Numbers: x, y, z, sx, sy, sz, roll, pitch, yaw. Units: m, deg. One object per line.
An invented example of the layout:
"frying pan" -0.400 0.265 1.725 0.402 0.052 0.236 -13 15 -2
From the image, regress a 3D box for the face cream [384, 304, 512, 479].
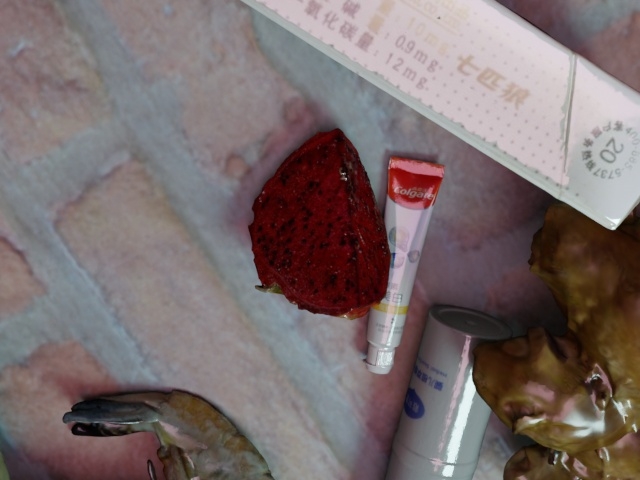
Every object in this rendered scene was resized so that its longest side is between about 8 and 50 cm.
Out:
"face cream" 0.102 0.186 0.961 0.077 0.077 0.250 11 105 -4

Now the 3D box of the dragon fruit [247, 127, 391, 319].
"dragon fruit" 0.000 0.000 0.909 0.106 0.083 0.162 -18 71 27

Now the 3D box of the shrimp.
"shrimp" -0.178 0.218 0.954 0.289 0.075 0.178 3 77 4

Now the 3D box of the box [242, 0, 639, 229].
"box" 0.082 -0.150 0.795 0.330 0.210 0.095 32 104 -9

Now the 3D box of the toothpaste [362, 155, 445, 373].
"toothpaste" 0.067 0.024 0.940 0.048 0.031 0.190 10 103 2

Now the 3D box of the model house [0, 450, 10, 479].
"model house" -0.478 0.100 0.786 0.335 0.382 0.342 -23 70 5

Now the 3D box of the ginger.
"ginger" 0.272 0.117 0.890 0.274 0.152 0.357 -11 123 14
